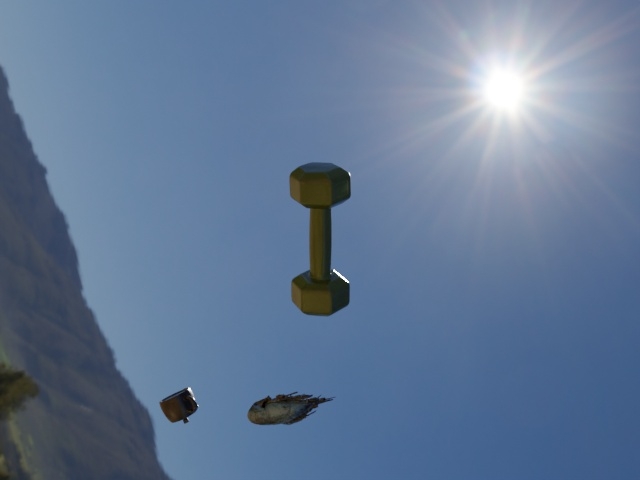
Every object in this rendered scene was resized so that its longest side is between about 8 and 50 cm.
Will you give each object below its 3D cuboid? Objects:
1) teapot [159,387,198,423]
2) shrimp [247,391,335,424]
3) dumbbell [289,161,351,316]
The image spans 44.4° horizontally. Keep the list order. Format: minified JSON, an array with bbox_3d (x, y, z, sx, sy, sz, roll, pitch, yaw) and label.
[{"bbox_3d":[-0.306,0.371,1.734,0.121,0.076,0.068,-25,-90,45],"label":"teapot"},{"bbox_3d":[-0.073,0.431,2.013,0.079,0.233,0.090,-104,-177,-68],"label":"shrimp"},{"bbox_3d":[0.000,0.000,1.541,0.108,0.121,0.301,16,-66,36],"label":"dumbbell"}]
